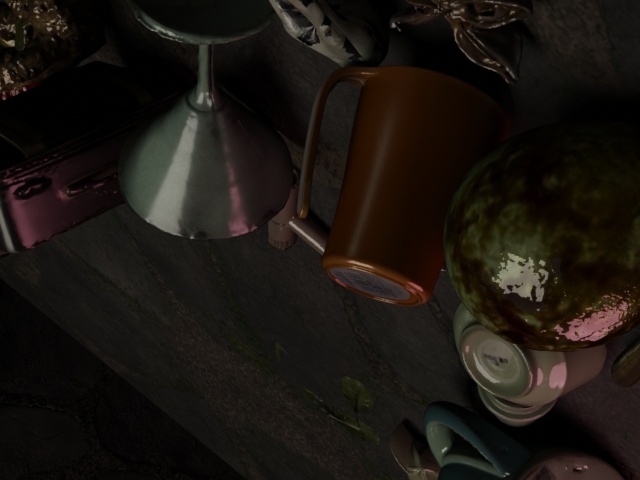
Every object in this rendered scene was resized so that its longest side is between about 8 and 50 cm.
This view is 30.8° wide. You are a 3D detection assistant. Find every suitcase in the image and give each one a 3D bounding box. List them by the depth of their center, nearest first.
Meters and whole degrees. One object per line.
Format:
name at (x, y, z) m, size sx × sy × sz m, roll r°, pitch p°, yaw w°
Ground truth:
suitcase at (-0.405, -0.146, 1.875) m, size 0.283 × 0.434 × 0.194 m, roll 22°, pitch 133°, yaw 44°

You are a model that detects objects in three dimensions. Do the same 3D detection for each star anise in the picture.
star anise at (0.145, -0.267, 1.221) m, size 0.208 × 0.063 × 0.172 m, roll 32°, pitch 149°, yaw 36°

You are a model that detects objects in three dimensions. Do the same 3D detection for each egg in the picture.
egg at (0.265, -0.008, 1.214) m, size 0.289 × 0.238 × 0.238 m, roll -25°, pitch 109°, yaw 43°

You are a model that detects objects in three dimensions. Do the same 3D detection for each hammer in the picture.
hammer at (0.393, 0.095, 1.309) m, size 0.044 × 0.168 × 0.440 m, roll 44°, pitch 165°, yaw 14°

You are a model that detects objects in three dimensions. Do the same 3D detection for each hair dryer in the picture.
hair dryer at (0.003, -0.004, 1.891) m, size 0.220 × 0.053 × 0.195 m, roll 37°, pitch 155°, yaw 18°

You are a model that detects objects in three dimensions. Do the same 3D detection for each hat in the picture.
hat at (0.198, 0.424, 2.256) m, size 0.166 × 0.081 × 0.122 m, roll 59°, pitch -163°, yaw 6°

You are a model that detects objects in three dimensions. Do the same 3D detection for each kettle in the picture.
kettle at (0.288, 0.391, 1.851) m, size 0.319 × 0.247 × 0.342 m, roll 61°, pitch 164°, yaw -13°

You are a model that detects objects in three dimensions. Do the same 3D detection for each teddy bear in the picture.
teddy bear at (-0.480, -0.366, 1.902) m, size 0.296 × 0.246 × 0.222 m, roll -1°, pitch 156°, yaw 22°

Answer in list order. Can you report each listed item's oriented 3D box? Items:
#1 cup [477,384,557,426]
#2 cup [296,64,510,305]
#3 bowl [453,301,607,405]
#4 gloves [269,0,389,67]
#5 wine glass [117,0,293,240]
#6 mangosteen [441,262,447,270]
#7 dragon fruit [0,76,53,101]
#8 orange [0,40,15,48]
cup at (0.292, 0.221, 1.707) m, size 0.120 × 0.120 × 0.141 m, roll 35°, pitch 165°, yaw 24°
cup at (0.082, -0.075, 1.345) m, size 0.226 × 0.264 × 0.182 m, roll 22°, pitch 164°, yaw -9°
bowl at (0.261, 0.134, 1.545) m, size 0.211 × 0.112 × 0.211 m, roll 26°, pitch 132°, yaw 32°
gloves at (-0.005, -0.284, 1.348) m, size 0.212 × 0.127 × 0.111 m, roll 41°, pitch 152°, yaw -24°
wine glass at (-0.154, -0.216, 1.596) m, size 0.267 × 0.267 × 0.406 m, roll 38°, pitch 150°, yaw 18°
mangosteen at (0.165, -0.036, 1.498) m, size 0.137 × 0.137 × 0.151 m, roll 11°, pitch 105°, yaw 53°
dragon fruit at (-0.617, -0.273, 2.289) m, size 0.330 × 0.302 × 0.240 m, roll 53°, pitch -170°, yaw -32°
orange at (-0.572, -0.390, 2.196) m, size 0.095 × 0.085 × 0.085 m, roll 42°, pitch 157°, yaw 14°
